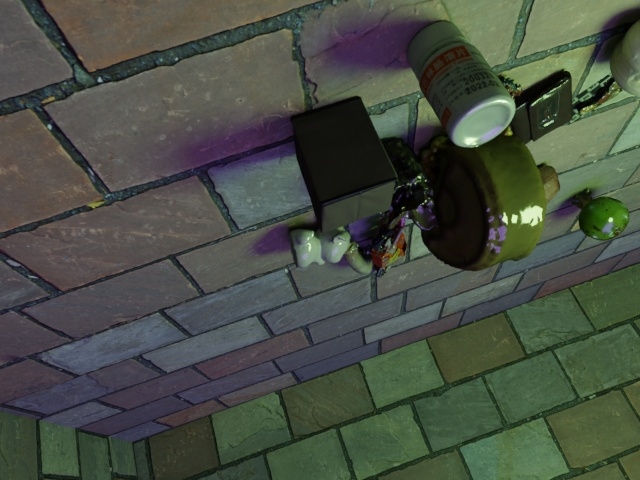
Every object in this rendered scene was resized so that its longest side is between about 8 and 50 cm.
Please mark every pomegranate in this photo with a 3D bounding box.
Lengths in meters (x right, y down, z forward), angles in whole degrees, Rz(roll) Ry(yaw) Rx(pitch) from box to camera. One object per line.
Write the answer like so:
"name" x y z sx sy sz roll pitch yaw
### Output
"pomegranate" 1.105 -0.107 2.025 0.182 0.224 0.181 -10 132 -11

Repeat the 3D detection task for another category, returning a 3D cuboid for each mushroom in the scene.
"mushroom" 0.132 0.062 1.822 0.081 0.091 0.223 14 169 35

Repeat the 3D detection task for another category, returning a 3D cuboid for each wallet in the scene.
"wallet" 0.627 -0.361 1.442 0.182 0.049 0.229 -30 152 16

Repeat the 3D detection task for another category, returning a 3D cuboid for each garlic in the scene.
"garlic" 0.849 -0.444 1.288 0.185 0.202 0.281 -19 163 42

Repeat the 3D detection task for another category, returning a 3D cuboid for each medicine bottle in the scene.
"medicine bottle" 0.285 -0.328 1.060 0.145 0.251 0.144 -13 150 -8

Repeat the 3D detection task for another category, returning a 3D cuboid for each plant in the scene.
"plant" 0.204 -0.143 1.370 0.178 0.233 0.204 -23 158 17

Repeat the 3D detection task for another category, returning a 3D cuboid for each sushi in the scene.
"sushi" 0.815 -0.412 1.493 0.201 0.031 0.139 -35 149 26

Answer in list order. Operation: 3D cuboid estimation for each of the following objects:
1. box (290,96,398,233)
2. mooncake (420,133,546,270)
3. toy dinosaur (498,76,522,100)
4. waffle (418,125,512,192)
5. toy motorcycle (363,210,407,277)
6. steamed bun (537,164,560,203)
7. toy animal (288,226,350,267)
"box" 0.050 -0.172 1.178 0.189 0.252 0.153 -19 153 -6
"mooncake" 0.437 -0.113 1.451 0.247 0.393 0.393 -15 111 -16
"toy dinosaur" 0.459 -0.385 1.282 0.154 0.049 0.055 2 111 -35
"waffle" 0.422 -0.249 1.498 0.301 0.058 0.282 -30 152 17
"toy motorcycle" 0.237 0.019 1.781 0.171 0.089 0.298 -45 154 -16
"steamed bun" 0.753 -0.184 1.792 0.175 0.106 0.145 -44 141 13
"toy animal" -0.005 0.001 1.589 0.193 0.127 0.178 -16 150 -2
